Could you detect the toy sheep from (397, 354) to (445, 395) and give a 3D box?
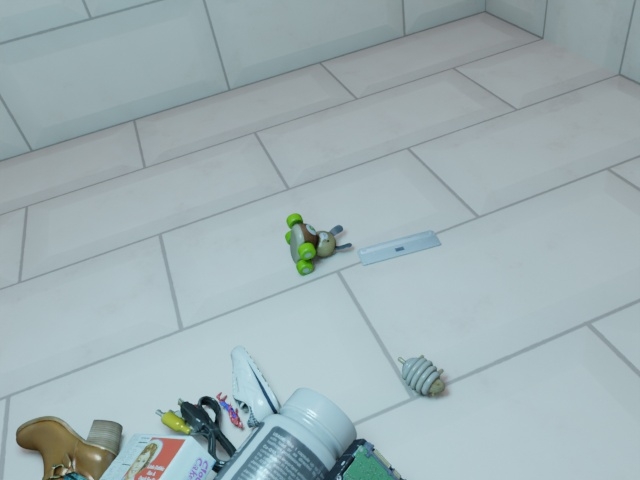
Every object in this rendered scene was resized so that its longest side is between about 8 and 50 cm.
[{"bbox_3d":[0.243,0.324,1.324,0.132,0.091,0.091,29,55,31],"label":"toy sheep"}]

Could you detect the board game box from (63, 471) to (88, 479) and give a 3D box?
[{"bbox_3d":[-0.504,0.597,1.136,0.126,0.026,0.186,11,88,31],"label":"board game box"}]

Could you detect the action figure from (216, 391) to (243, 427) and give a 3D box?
[{"bbox_3d":[-0.221,0.423,1.356,0.030,0.038,0.115,-40,45,-6],"label":"action figure"}]

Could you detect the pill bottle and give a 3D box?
[{"bbox_3d":[-0.092,0.493,1.117,0.204,0.204,0.361,21,51,32],"label":"pill bottle"}]

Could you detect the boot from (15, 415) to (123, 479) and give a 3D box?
[{"bbox_3d":[-0.621,0.539,1.285,0.283,0.109,0.220,2,46,4],"label":"boot"}]

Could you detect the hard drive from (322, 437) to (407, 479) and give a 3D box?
[{"bbox_3d":[0.053,0.574,1.001,0.237,0.064,0.339,46,59,-1],"label":"hard drive"}]

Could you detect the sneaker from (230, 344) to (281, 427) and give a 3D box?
[{"bbox_3d":[-0.188,0.362,1.386,0.094,0.090,0.235,-33,43,-10],"label":"sneaker"}]

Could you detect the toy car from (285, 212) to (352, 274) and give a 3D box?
[{"bbox_3d":[0.000,0.000,1.721,0.188,0.149,0.155,-10,51,-17],"label":"toy car"}]

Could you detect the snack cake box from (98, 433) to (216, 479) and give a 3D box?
[{"bbox_3d":[-0.359,0.503,1.167,0.264,0.089,0.152,-18,27,45],"label":"snack cake box"}]

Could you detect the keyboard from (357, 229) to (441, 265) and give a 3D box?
[{"bbox_3d":[0.247,0.022,1.724,0.256,0.014,0.072,-15,46,-3],"label":"keyboard"}]

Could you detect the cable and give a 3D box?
[{"bbox_3d":[-0.264,0.456,1.287,0.139,0.072,0.287,0,21,-44],"label":"cable"}]
